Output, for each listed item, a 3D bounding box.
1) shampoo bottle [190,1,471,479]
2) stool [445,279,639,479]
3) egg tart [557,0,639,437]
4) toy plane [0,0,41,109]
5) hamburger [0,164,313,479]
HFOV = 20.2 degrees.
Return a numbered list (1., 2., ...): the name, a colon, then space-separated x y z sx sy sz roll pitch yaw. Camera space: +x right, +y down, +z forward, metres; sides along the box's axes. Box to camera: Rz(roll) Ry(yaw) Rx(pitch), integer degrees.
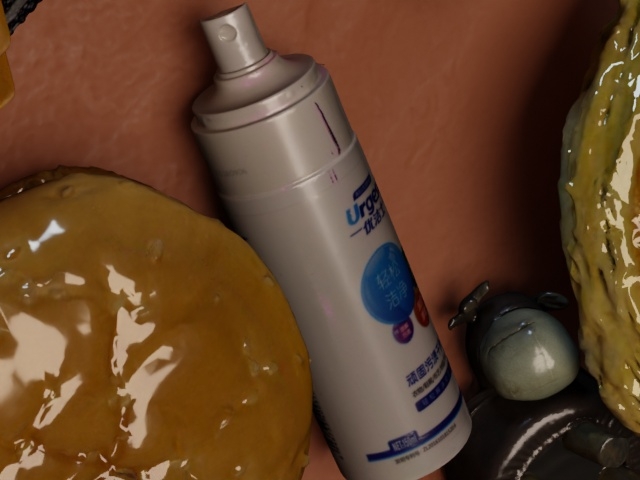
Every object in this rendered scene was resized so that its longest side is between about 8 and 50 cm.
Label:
1. shampoo bottle: 0.000 0.000 1.063 0.092 0.092 0.303 -30 113 -19
2. stool: 0.148 0.125 1.155 0.125 0.121 0.217 -20 114 -16
3. egg tart: 0.266 -0.020 1.164 0.341 0.132 0.341 -2 93 -29
4. toy plane: -0.121 -0.210 0.947 0.103 0.204 0.316 32 65 9
5. hamburger: -0.141 0.110 0.977 0.319 0.158 0.318 -7 106 -26
